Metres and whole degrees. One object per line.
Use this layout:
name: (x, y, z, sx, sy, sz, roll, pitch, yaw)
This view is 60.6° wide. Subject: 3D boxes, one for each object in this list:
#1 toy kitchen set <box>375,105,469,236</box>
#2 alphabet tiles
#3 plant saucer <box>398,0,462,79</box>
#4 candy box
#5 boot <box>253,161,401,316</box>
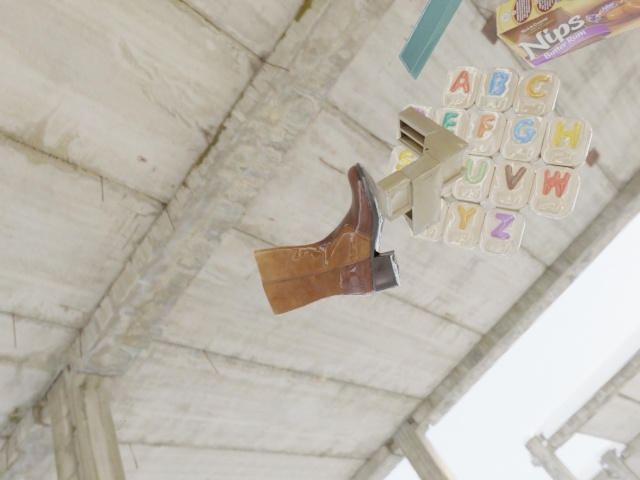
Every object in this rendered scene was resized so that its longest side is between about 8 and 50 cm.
toy kitchen set: (0.072, -0.055, 0.476, 0.083, 0.075, 0.068, -32, -39, -15)
alphabet tiles: (0.236, -0.124, 0.812, 0.021, 0.284, 0.278, 18, -93, -58)
plant saucer: (0.187, -0.366, 0.908, 0.018, 0.067, 0.192, 2, -41, -27)
candy box: (0.351, -0.314, 0.748, 0.109, 0.053, 0.186, 17, -21, -41)
boot: (0.000, 0.000, 1.110, 0.280, 0.096, 0.264, -13, -85, 18)
